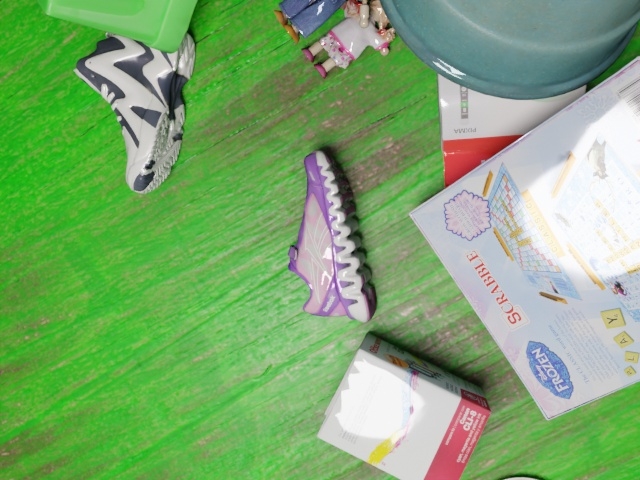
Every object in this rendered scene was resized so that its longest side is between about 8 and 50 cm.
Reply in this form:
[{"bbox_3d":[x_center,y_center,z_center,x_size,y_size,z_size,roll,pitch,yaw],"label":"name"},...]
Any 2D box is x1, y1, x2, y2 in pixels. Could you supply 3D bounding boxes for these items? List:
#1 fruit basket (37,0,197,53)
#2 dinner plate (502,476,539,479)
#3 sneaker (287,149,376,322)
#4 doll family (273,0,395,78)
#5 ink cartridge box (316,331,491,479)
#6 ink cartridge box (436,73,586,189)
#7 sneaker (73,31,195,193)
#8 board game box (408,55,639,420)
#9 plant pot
[{"bbox_3d":[-0.218,-0.457,0.830,0.392,0.392,0.283,41,131,6],"label":"fruit basket"},{"bbox_3d":[0.270,0.383,0.867,0.141,0.017,0.141,0,91,10],"label":"dinner plate"},{"bbox_3d":[0.000,0.000,0.867,0.105,0.095,0.236,-12,90,17],"label":"sneaker"},{"bbox_3d":[-0.001,-0.350,0.842,0.163,0.118,0.263,-39,85,8],"label":"doll family"},{"bbox_3d":[0.105,0.218,0.833,0.176,0.128,0.127,25,95,7],"label":"ink cartridge box"},{"bbox_3d":[0.245,-0.159,0.842,0.181,0.056,0.224,-3,89,9],"label":"ink cartridge box"},{"bbox_3d":[-0.274,-0.189,0.903,0.153,0.094,0.234,10,93,10],"label":"sneaker"},{"bbox_3d":[0.322,0.009,0.774,0.318,0.066,0.318,-35,86,29],"label":"board game box"},{"bbox_3d":[0.251,-0.367,0.646,0.342,0.334,0.340,1,77,-6],"label":"plant pot"}]
